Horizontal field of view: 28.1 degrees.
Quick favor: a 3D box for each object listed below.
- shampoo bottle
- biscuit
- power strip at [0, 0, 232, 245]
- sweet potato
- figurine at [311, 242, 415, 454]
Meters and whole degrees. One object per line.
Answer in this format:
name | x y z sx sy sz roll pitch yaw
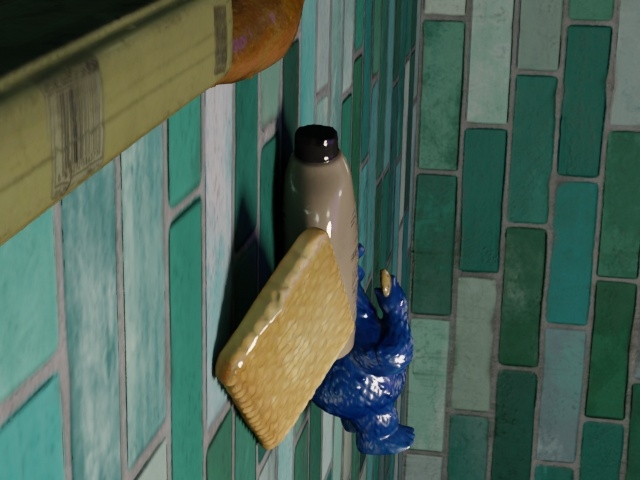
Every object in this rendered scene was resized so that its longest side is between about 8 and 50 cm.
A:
shampoo bottle | 0.000 0.000 1.298 0.127 0.078 0.256 -87 177 -57
biscuit | -0.029 0.095 1.167 0.160 0.030 0.249 -56 161 -15
power strip | -0.111 -0.066 0.535 0.387 0.092 0.066 -61 154 -68
sweet potato | -0.047 -0.199 0.892 0.106 0.095 0.354 52 34 -33
figurine | 0.032 0.117 1.454 0.164 0.121 0.262 4 -68 63
